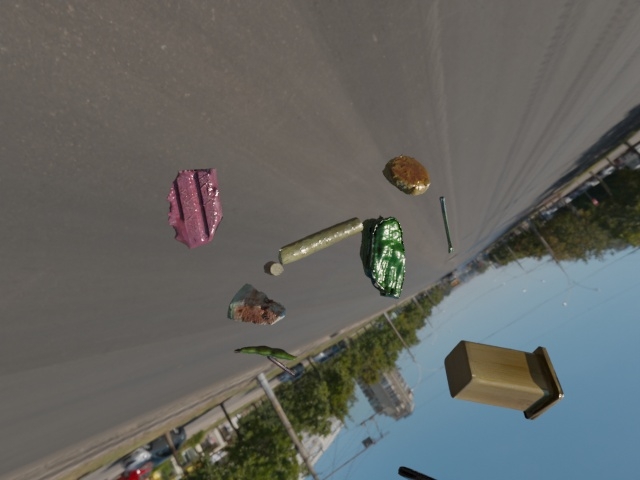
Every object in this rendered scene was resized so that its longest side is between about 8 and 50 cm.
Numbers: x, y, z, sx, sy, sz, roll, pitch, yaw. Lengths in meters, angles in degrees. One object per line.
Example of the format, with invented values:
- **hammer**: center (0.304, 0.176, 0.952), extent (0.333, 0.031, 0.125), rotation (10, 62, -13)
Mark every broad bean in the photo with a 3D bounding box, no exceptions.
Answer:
- **broad bean**: center (-0.251, 0.517, 1.941), extent (0.060, 0.296, 0.043), rotation (-97, -162, -63)

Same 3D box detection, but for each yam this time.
- **yam**: center (-0.261, 0.154, 2.307), extent (0.084, 0.084, 0.127), rotation (-28, -171, -19)
- **yam**: center (0.000, 0.000, 1.695), extent (0.371, 0.083, 0.083), rotation (-22, 164, -17)

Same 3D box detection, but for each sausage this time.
- **sausage**: center (-0.195, 0.618, 2.070), extent (0.025, 0.198, 0.028), rotation (-45, -160, 6)

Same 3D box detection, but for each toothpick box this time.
- **toothpick box**: center (0.593, 0.453, 1.394), extent (0.307, 0.188, 0.190), rotation (12, 134, -8)

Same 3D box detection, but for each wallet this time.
- **wallet**: center (0.430, 0.873, 1.477), extent (0.172, 0.318, 0.045), rotation (-16, -135, 48)

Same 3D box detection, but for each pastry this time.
- **pastry**: center (0.389, -0.297, 1.889), extent (0.100, 0.218, 0.229), rotation (117, -4, -47)

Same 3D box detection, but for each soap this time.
- **soap**: center (-0.517, -0.133, 1.742), extent (0.219, 0.326, 0.127), rotation (-7, -174, 0)

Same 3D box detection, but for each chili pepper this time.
- **chili pepper**: center (0.274, 0.079, 1.896), extent (0.212, 0.386, 0.167), rotation (-3, 178, -21)

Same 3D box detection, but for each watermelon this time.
- **watermelon**: center (-0.251, 0.276, 1.687), extent (0.154, 0.240, 0.095), rotation (-51, 149, -51)

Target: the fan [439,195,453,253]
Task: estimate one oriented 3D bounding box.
- **fan**: center (0.396, -0.053, 1.312), extent (0.016, 0.194, 0.038), rotation (-6, 158, 7)
